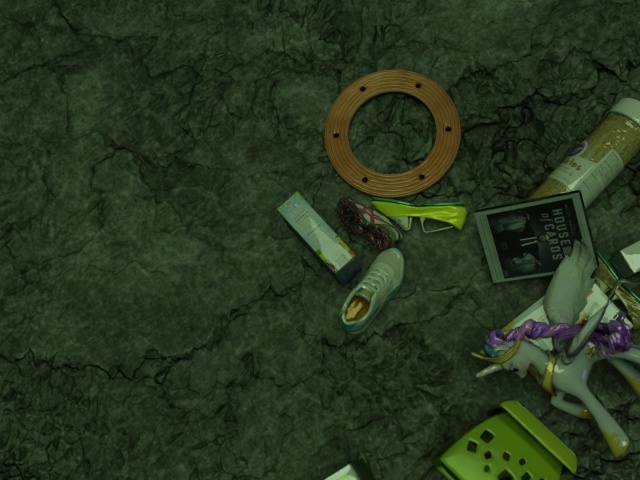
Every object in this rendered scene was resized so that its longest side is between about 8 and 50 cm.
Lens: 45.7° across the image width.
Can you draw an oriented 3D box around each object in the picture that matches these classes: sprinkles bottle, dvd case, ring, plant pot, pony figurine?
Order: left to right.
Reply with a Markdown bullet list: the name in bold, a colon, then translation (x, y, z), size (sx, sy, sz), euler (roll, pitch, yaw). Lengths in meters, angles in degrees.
- **ring**: translation (0.179, -0.265, 1.889), size (0.337, 0.032, 0.336), euler (-2, 76, 8)
- **plant pot**: translation (0.390, 0.468, 1.594), size (0.207, 0.228, 0.227), euler (-44, 75, -10)
- **dvd case**: translation (0.481, -0.004, 1.701), size (0.239, 0.029, 0.179), euler (-11, 104, 31)
- **pony figurine**: translation (0.539, 0.219, 1.557), size (0.363, 0.303, 0.351), euler (32, 105, -3)
- **sprinkles bottle**: translation (0.624, -0.167, 1.757), size (0.121, 0.121, 0.355), euler (43, 86, 15)

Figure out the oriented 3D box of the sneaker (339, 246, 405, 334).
- **sneaker**: translation (0.125, 0.115, 1.776), size (0.087, 0.092, 0.228), euler (30, 81, 15)

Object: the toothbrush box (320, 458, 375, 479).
- **toothbrush box**: translation (0.020, 0.563, 1.588), size (0.206, 0.283, 0.122), euler (-32, 75, 1)

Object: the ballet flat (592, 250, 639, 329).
- **ballet flat**: translation (0.665, 0.117, 1.715), size (0.067, 0.073, 0.206), euler (-42, 71, 13)

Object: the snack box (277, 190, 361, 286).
- **snack box**: translation (0.000, 0.000, 1.777), size (0.070, 0.174, 0.207), euler (-43, 76, -4)

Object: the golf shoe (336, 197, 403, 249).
- **golf shoe**: translation (0.116, -0.042, 1.835), size (0.186, 0.086, 0.067), euler (41, 125, 29)

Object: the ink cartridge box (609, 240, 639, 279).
- **ink cartridge box**: translation (0.755, 0.017, 1.704), size (0.181, 0.104, 0.061), euler (-27, 75, 0)

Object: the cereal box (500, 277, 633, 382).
- **cereal box**: translation (0.545, 0.200, 1.702), size (0.240, 0.047, 0.173), euler (-41, 74, 8)

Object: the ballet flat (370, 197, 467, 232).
- **ballet flat**: translation (0.233, -0.059, 1.814), size (0.231, 0.077, 0.077), euler (4, 92, 7)
